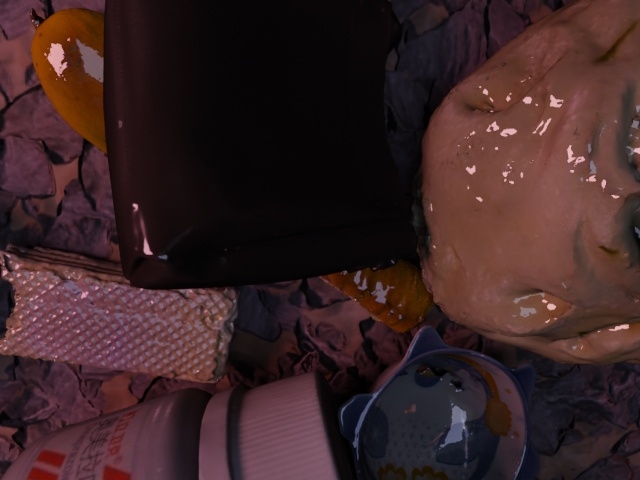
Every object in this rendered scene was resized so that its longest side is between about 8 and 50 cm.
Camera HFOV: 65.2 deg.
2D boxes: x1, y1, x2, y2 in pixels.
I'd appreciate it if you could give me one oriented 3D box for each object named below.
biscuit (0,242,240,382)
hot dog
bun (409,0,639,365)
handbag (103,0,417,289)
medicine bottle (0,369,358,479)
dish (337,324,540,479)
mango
[{"bbox_3d":[-0.207,0.076,0.520,0.239,0.062,0.108,11,102,-8],"label":"biscuit"},{"bbox_3d":[0.001,-0.001,0.510,0.289,0.068,0.083,35,93,-11],"label":"hot dog"},{"bbox_3d":[0.254,-0.030,0.426,0.326,0.234,0.362,37,116,-17],"label":"bun"},{"bbox_3d":[-0.041,-0.106,0.416,0.257,0.113,0.285,-2,79,-22],"label":"handbag"},{"bbox_3d":[-0.116,0.267,0.481,0.306,0.245,0.245,-18,106,0],"label":"medicine bottle"},{"bbox_3d":[0.128,0.198,0.556,0.228,0.086,0.236,-46,106,-9],"label":"dish"},{"bbox_3d":[-0.191,-0.133,0.465,0.101,0.066,0.187,-33,112,6],"label":"mango"}]
